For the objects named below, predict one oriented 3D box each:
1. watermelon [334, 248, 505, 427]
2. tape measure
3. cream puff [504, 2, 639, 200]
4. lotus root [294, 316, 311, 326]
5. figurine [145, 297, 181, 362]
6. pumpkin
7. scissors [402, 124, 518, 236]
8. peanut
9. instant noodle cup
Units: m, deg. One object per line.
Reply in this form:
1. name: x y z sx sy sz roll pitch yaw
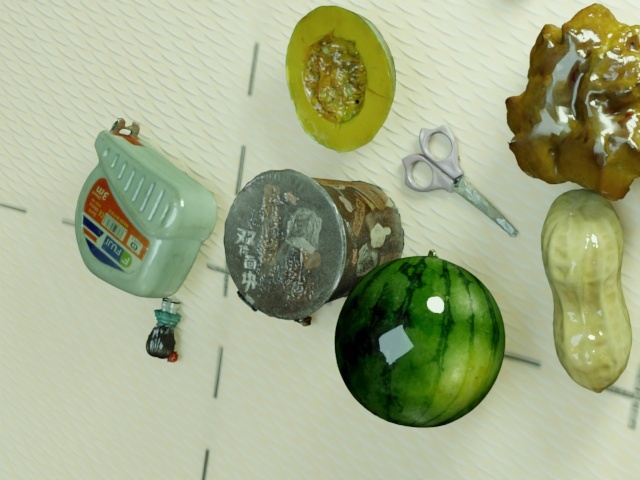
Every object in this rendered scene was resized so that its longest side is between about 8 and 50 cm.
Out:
1. watermelon: 0.138 0.140 1.797 0.242 0.242 0.242 3 94 34
2. tape measure: -0.296 -0.040 2.147 0.243 0.125 0.246 38 110 33
3. cream puff: 0.364 -0.169 1.683 0.269 0.155 0.241 39 108 33
4. lotus root: -0.050 0.065 2.019 0.072 0.063 0.152 -31 78 66
5. figurine: -0.260 0.152 2.185 0.060 0.047 0.106 13 94 -4
6. pumpkin: 0.048 -0.247 1.922 0.217 0.110 0.217 14 113 35
7. scissors: 0.206 -0.075 1.868 0.212 0.021 0.110 45 118 24
8. peanut: 0.357 0.067 1.714 0.111 0.125 0.274 -9 88 15
9. instant noodle cup: 0.000 0.000 1.899 0.217 0.207 0.217 4 97 34
